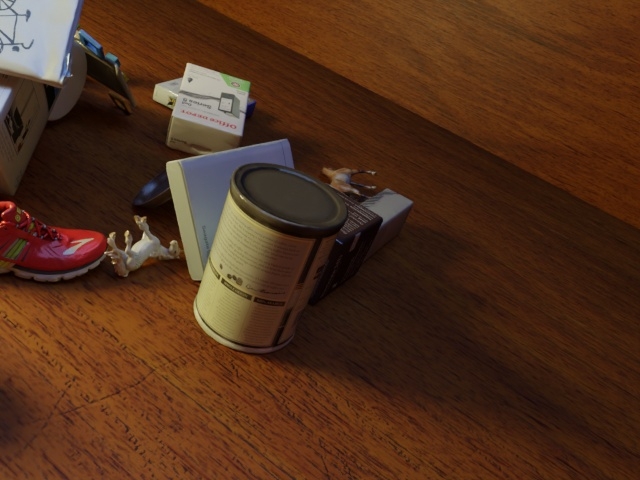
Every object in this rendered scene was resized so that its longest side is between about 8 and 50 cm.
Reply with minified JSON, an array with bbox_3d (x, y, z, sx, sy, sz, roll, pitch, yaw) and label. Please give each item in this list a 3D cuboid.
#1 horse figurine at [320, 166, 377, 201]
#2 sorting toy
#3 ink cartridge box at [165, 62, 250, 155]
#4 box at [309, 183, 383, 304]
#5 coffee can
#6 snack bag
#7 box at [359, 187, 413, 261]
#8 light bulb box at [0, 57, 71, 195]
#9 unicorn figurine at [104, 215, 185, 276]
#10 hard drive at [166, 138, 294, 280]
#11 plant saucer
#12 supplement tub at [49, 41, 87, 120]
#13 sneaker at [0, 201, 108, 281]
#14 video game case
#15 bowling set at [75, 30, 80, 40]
[{"bbox_3d":[0.085,-0.160,1.574,0.175,0.066,0.263,10,35,-4],"label":"horse figurine"},{"bbox_3d":[-0.576,-0.463,1.398,0.196,0.347,0.047,36,74,5],"label":"sorting toy"},{"bbox_3d":[-0.320,-0.371,1.528,0.198,0.114,0.272,13,47,-16],"label":"ink cartridge box"},{"bbox_3d":[0.000,0.000,1.154,0.167,0.168,0.203,34,31,17],"label":"box"},{"bbox_3d":[-0.094,0.031,0.926,0.202,0.275,0.201,18,29,-10],"label":"coffee can"},{"bbox_3d":[-0.593,-0.435,0.923,0.343,0.037,0.323,8,67,-18],"label":"snack bag"},{"bbox_3d":[0.145,-0.045,1.392,0.094,0.113,0.275,31,29,16],"label":"box"},{"bbox_3d":[-0.711,-0.329,0.982,0.358,0.225,0.361,16,64,-14],"label":"light bulb box"},{"bbox_3d":[-0.331,0.012,0.996,0.060,0.111,0.162,16,41,42],"label":"unicorn figurine"},{"bbox_3d":[-0.163,-0.082,1.132,0.047,0.233,0.353,-1,15,33],"label":"hard drive"},{"bbox_3d":[-0.341,-0.124,1.169,0.029,0.168,0.168,54,17,-27],"label":"plant saucer"},{"bbox_3d":[-0.778,-0.451,1.277,0.331,0.241,0.241,23,29,1],"label":"supplement tub"},{"bbox_3d":[-0.495,-0.006,0.868,0.279,0.118,0.107,3,35,-31],"label":"sneaker"},{"bbox_3d":[-0.381,-0.469,1.767,0.244,0.061,0.269,26,30,6],"label":"video game case"},{"bbox_3d":[-0.791,-0.559,1.525,0.154,0.287,0.200,25,62,16],"label":"bowling set"}]
